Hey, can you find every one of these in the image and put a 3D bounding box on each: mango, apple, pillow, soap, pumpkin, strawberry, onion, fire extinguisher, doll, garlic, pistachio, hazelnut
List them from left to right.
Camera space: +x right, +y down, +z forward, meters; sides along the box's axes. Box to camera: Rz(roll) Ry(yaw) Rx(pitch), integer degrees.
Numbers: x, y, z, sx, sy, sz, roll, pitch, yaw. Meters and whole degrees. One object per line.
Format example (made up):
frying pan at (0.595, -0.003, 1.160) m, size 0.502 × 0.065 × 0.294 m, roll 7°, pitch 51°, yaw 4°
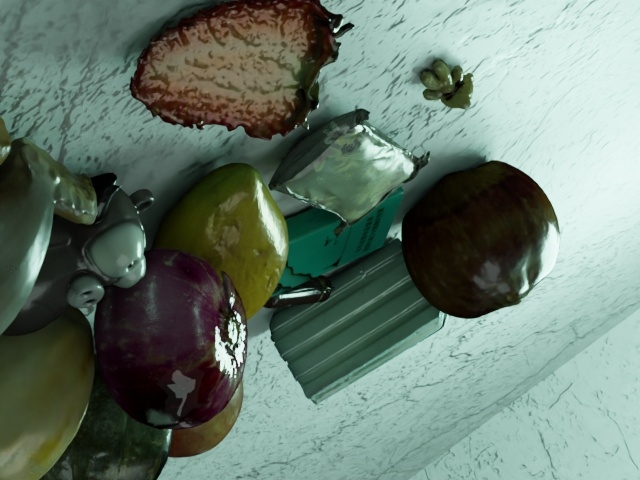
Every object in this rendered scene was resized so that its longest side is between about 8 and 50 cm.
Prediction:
garlic at (-0.350, 0.034, 1.372) m, size 0.325 × 0.132 × 0.279 m, roll -44°, pitch -170°, yaw -7°
pistachio at (-0.393, 0.188, 1.662) m, size 0.309 × 0.230 × 0.230 m, roll -40°, pitch 162°, yaw -20°
pumpkin at (-0.365, 0.250, 1.909) m, size 0.232 × 0.242 × 0.325 m, roll 31°, pitch 124°, yaw -34°
doll at (-0.289, 0.020, 1.566) m, size 0.257 × 0.117 × 0.182 m, roll -26°, pitch 162°, yaw -11°
onion at (-0.175, 0.125, 1.682) m, size 0.201 × 0.200 × 0.207 m, roll -20°, pitch 143°, yaw -29°
apple at (-0.198, 0.214, 2.044) m, size 0.181 × 0.181 × 0.168 m, roll -33°, pitch 155°, yaw 3°
mango at (-0.122, 0.011, 1.781) m, size 0.176 × 0.119 × 0.317 m, roll -16°, pitch 150°, yaw -17°
strawberry at (-0.086, -0.191, 1.455) m, size 0.208 × 0.087 × 0.167 m, roll 10°, pitch 118°, yaw -25°
fire extinguisher at (-0.046, 0.075, 2.128) m, size 0.064 × 0.043 × 0.158 m, roll -4°, pitch -179°, yaw 38°
pillow at (0.035, -0.095, 1.845) m, size 0.169 × 0.059 × 0.255 m, roll -37°, pitch 157°, yaw 12°
soap at (0.059, 0.123, 2.237) m, size 0.261 × 0.150 × 0.094 m, roll -31°, pitch 164°, yaw -2°
doll at (0.157, -0.198, 1.829) m, size 0.061 × 0.051 × 0.093 m, roll -38°, pitch 129°, yaw 18°
hazelnut at (0.235, 0.000, 2.132) m, size 0.234 × 0.218 × 0.218 m, roll -33°, pitch 159°, yaw 6°

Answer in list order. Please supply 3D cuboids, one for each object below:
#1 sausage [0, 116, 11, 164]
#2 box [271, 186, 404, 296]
sausage at (-0.426, -0.024, 1.298) m, size 0.328 × 0.112 × 0.112 m, roll -34°, pitch 159°, yaw 8°
box at (0.000, 0.000, 2.027) m, size 0.226 × 0.042 × 0.161 m, roll -24°, pitch 157°, yaw -21°
